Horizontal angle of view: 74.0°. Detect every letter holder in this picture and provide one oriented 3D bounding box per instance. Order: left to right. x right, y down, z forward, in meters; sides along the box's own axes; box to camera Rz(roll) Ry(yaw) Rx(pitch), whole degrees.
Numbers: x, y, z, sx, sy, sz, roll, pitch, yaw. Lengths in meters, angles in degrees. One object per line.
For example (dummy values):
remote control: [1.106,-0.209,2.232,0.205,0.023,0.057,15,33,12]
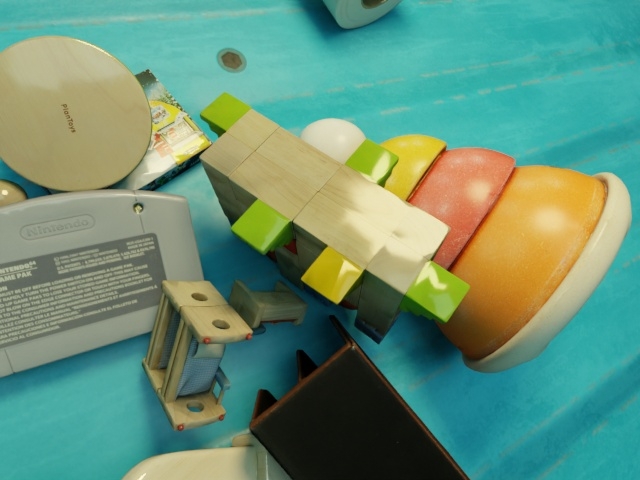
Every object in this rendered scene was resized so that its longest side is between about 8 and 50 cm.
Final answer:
letter holder: [0.065,0.272,0.583,0.152,0.214,0.301,-39,94,-2]

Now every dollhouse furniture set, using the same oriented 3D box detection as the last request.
dollhouse furniture set: [-0.110,0.138,0.560,0.184,0.129,0.129,5,111,-42]

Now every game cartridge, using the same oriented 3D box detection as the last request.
game cartridge: [-0.302,0.041,0.525,0.298,0.062,0.197,-14,104,-25]

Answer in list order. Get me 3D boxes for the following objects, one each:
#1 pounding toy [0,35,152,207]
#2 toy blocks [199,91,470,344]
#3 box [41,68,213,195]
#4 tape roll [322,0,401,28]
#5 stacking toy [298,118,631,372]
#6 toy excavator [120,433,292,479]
pounding toy: [-0.330,-0.135,0.560,0.183,0.110,0.236,10,98,-29]
toy blocks: [0.000,0.000,0.595,0.382,0.260,0.190,34,70,16]
box: [-0.305,-0.140,0.639,0.233,0.044,0.159,-41,90,-27]
tape roll: [0.087,-0.570,0.827,0.246,0.246,0.169,-32,86,-27]
stacking toy: [0.164,-0.056,0.683,0.480,0.350,0.350,34,63,9]
toy excavator: [-0.228,0.320,0.353,0.433,0.222,0.444,41,44,-23]
